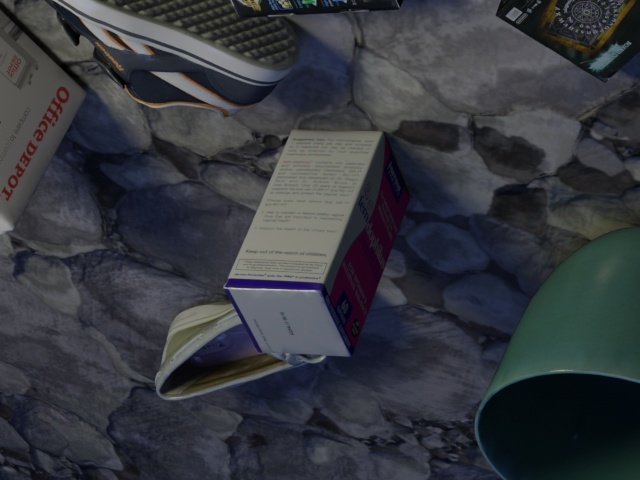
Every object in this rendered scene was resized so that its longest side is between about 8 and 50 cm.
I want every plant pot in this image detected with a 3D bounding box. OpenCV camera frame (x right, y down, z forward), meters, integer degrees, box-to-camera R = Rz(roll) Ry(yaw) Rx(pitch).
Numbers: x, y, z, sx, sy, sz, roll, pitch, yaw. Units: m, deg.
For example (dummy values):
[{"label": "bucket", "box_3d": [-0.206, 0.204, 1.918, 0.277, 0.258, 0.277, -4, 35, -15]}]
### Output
[{"label": "plant pot", "box_3d": [0.329, 0.129, 1.938, 0.293, 0.235, 0.293, 15, 145, 10]}]

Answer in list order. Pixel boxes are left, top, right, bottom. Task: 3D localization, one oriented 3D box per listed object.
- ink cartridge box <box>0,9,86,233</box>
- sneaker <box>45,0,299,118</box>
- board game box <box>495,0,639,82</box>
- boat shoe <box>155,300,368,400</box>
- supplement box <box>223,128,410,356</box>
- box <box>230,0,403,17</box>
[{"label": "ink cartridge box", "box_3d": [-0.406, -0.160, 1.970, 0.117, 0.207, 0.283, -15, 132, 43]}, {"label": "sneaker", "box_3d": [-0.188, -0.216, 1.850, 0.321, 0.126, 0.127, 29, 139, -13]}, {"label": "board game box", "box_3d": [0.258, -0.224, 1.690, 0.126, 0.026, 0.186, 30, 144, -13]}, {"label": "boat shoe", "box_3d": [-0.075, 0.121, 2.255, 0.320, 0.103, 0.118, -15, 131, 41]}, {"label": "supplement box", "box_3d": [0.000, 0.000, 1.956, 0.114, 0.220, 0.111, 1, 141, 25]}, {"label": "box", "box_3d": [-0.032, -0.300, 1.722, 0.175, 0.051, 0.220, 0, 140, 28]}]
